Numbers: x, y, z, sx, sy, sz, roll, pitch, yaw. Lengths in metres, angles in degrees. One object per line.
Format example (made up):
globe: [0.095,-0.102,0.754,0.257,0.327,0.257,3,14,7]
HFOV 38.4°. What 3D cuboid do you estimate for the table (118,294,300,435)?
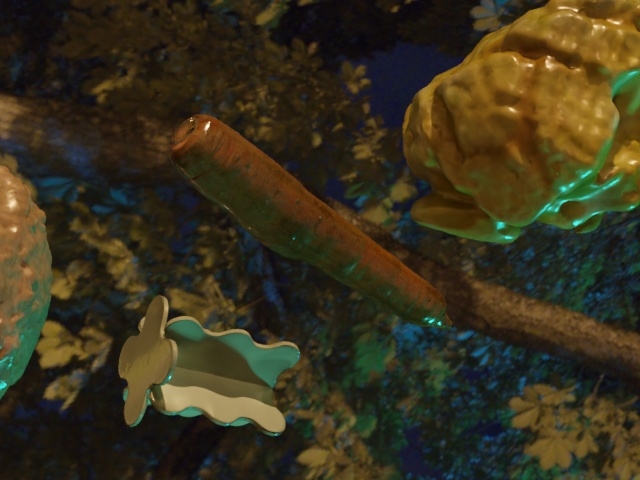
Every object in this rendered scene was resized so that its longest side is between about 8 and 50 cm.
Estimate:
table: [-0.140,0.175,1.197,0.166,0.198,0.166,-33,-132,46]

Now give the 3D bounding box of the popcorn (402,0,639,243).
popcorn: [0.244,-0.143,1.041,0.292,0.334,0.293,20,-75,39]

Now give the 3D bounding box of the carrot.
carrot: [0.001,-0.001,0.859,0.342,0.070,0.070,36,-40,-26]

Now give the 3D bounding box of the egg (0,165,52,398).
egg: [-0.379,0.056,0.821,0.279,0.279,0.310,32,-92,26]
